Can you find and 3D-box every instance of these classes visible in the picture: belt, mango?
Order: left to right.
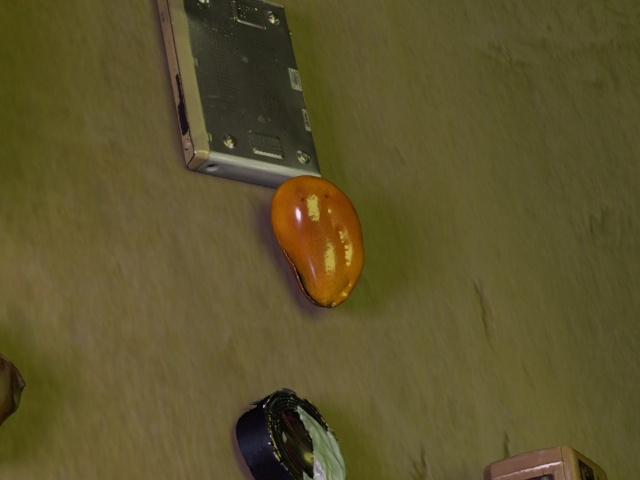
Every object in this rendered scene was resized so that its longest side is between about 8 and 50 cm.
[{"bbox_3d":[-0.031,0.229,1.554,0.105,0.058,0.140,-14,70,-54],"label":"belt"},{"bbox_3d":[-0.002,-0.001,1.719,0.105,0.084,0.159,-16,94,-28],"label":"mango"}]

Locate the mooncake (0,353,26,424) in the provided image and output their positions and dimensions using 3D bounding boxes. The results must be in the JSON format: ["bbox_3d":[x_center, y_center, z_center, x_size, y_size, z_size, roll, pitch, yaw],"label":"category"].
[{"bbox_3d":[-0.336,0.127,1.311,0.130,0.073,0.125,48,38,-11],"label":"mooncake"}]

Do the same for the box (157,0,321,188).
[{"bbox_3d":[-0.098,-0.196,1.790,0.211,0.045,0.270,11,56,-38],"label":"box"}]

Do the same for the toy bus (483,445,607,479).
[{"bbox_3d":[0.273,0.390,1.644,0.157,0.139,0.289,43,37,-50],"label":"toy bus"}]
